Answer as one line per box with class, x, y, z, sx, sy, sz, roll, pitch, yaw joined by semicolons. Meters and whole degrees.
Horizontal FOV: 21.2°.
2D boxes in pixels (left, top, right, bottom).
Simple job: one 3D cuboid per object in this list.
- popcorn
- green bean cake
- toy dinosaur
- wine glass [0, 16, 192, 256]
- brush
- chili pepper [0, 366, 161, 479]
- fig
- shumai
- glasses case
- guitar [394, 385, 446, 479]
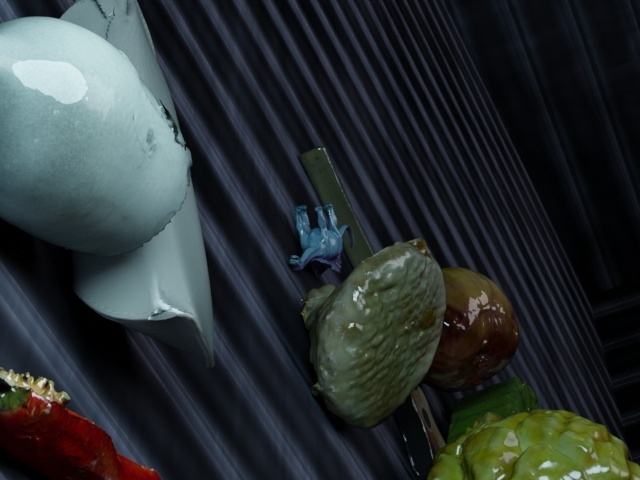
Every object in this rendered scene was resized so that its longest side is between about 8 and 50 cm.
popcorn;0.237;0.323;1.862;0.282;0.247;0.282;-6;90;-65
green bean cake;0.255;0.316;2.188;0.222;0.125;0.248;-60;127;-74
toy dinosaur;0.000;0.000;1.864;0.197;0.045;0.080;-21;102;-70
wine glass;-0.194;-0.093;1.042;0.321;0.143;0.143;51;22;-60
brush;0.028;-0.028;2.039;0.027;0.034;0.190;-103;167;-71
chili pepper;-0.157;0.123;1.046;0.050;0.059;0.268;-64;150;-18
fig;0.158;0.075;2.146;0.160;0.143;0.231;15;49;-35
shumai;0.039;0.081;1.732;0.201;0.120;0.201;-29;130;-43
glasses case;-0.143;-0.041;1.281;0.128;0.083;0.308;59;15;-55
guitar;0.096;0.156;1.995;0.084;0.038;0.271;-1;73;-77
